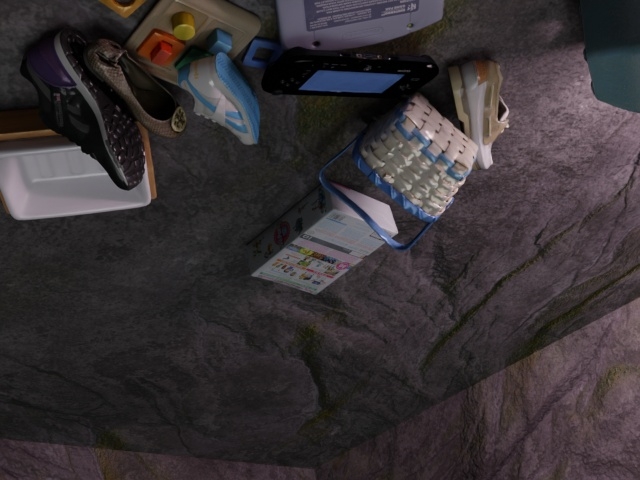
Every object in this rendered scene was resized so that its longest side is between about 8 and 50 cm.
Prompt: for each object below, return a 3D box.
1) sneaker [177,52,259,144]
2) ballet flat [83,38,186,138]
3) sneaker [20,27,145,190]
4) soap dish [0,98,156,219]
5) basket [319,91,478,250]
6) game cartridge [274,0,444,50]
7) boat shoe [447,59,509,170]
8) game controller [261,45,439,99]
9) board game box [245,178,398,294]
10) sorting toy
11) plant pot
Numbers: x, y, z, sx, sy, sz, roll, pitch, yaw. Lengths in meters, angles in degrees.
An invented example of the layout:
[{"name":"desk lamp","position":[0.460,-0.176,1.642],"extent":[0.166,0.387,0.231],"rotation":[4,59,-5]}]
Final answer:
[{"name":"sneaker","position":[-0.175,-0.250,1.445],"extent":[0.092,0.087,0.229],"rotation":[-8,149,17]},{"name":"ballet flat","position":[-0.307,-0.261,1.390],"extent":[0.058,0.084,0.250],"rotation":[-6,147,30]},{"name":"sneaker","position":[-0.407,-0.209,1.375],"extent":[0.124,0.107,0.283],"rotation":[-20,103,20]},{"name":"soap dish","position":[-0.466,-0.153,1.511],"extent":[0.290,0.118,0.229],"rotation":[-7,147,-10]},{"name":"basket","position":[0.168,-0.134,1.648],"extent":[0.254,0.201,0.289],"rotation":[41,122,-8]},{"name":"game cartridge","position":[0.067,-0.417,1.367],"extent":[0.294,0.060,0.196],"rotation":[-11,144,-3]},{"name":"boat shoe","position":[0.340,-0.252,1.666],"extent":[0.103,0.113,0.302],"rotation":[-14,147,11]},{"name":"game controller","position":[0.055,-0.304,1.475],"extent":[0.319,0.067,0.166],"rotation":[-3,180,-23]},{"name":"board game box","position":[0.000,0.000,1.945],"extent":[0.224,0.098,0.303],"rotation":[20,133,-40]},{"name":"sorting toy","position":[-0.225,-0.338,1.382],"extent":[0.347,0.047,0.196],"rotation":[16,137,-38]},{"name":"plant pot","position":[0.616,-0.378,1.470],"extent":[0.252,0.248,0.247],"rotation":[-8,152,22]}]
